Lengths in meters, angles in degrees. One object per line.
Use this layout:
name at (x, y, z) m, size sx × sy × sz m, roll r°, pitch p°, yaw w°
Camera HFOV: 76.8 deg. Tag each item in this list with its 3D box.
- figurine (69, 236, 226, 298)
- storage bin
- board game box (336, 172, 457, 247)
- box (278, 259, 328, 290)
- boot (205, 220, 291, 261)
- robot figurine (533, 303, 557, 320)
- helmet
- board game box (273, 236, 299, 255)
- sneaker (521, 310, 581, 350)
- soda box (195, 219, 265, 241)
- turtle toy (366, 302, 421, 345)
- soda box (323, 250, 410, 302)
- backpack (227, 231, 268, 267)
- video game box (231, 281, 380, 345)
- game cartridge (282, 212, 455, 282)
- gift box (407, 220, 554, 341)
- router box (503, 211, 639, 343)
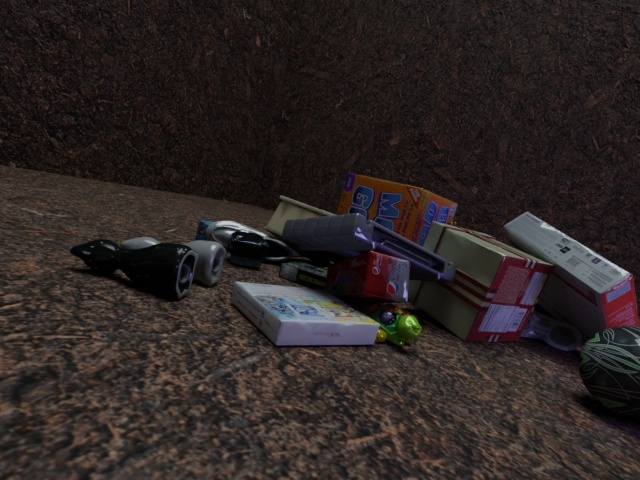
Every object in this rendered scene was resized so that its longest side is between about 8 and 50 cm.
figurine at (-0.319, 0.032, 0.780) m, size 0.210 × 0.092 × 0.215 m, roll 11°, pitch 4°, yaw 9°
storage bin at (0.000, 0.000, 1.299) m, size 0.262 × 0.123 × 0.260 m, roll 22°, pitch -12°, yaw 41°
board game box at (0.304, -0.050, 1.718) m, size 0.356 × 0.356 × 0.357 m, roll 20°, pitch 8°, yaw 38°
box at (0.011, 0.101, 1.114) m, size 0.191 × 0.045 × 0.184 m, roll 16°, pitch 4°, yaw 22°
boot at (-0.213, 0.002, 1.224) m, size 0.258 × 0.095 × 0.123 m, roll 14°, pitch -1°, yaw -21°
robot figurine at (0.782, 0.217, 1.315) m, size 0.209 × 0.173 × 0.278 m, roll 24°, pitch 4°, yaw -12°
helmet at (0.528, 0.222, 0.674) m, size 0.162 × 0.169 × 0.169 m, roll 30°, pitch -1°, yaw -26°
board game box at (-0.153, 0.020, 1.492) m, size 0.160 × 0.039 × 0.211 m, roll 19°, pitch 8°, yaw 32°
sneaker at (0.595, 0.237, 1.144) m, size 0.232 × 0.090 × 0.115 m, roll 26°, pitch 3°, yaw 19°
soda box at (-0.293, -0.014, 1.327) m, size 0.210 × 0.067 × 0.071 m, roll 11°, pitch 7°, yaw -40°
turtle toy at (0.138, 0.158, 0.766) m, size 0.095 × 0.066 × 0.130 m, roll 11°, pitch 7°, yaw -30°
soda box at (0.088, 0.087, 0.865) m, size 0.092 × 0.083 × 0.263 m, roll 14°, pitch -13°, yaw -14°
backpack at (-0.205, 0.022, 1.110) m, size 0.105 × 0.084 × 0.114 m, roll 11°, pitch 14°, yaw -22°
video game box at (-0.030, 0.129, 0.725) m, size 0.205 × 0.048 × 0.187 m, roll 10°, pitch 6°, yaw -35°
game cartridge at (0.113, 0.030, 0.912) m, size 0.355 × 0.068 × 0.230 m, roll 23°, pitch -20°, yaw -38°
gift box at (0.396, 0.110, 1.052) m, size 0.276 × 0.255 × 0.258 m, roll 15°, pitch 14°, yaw -36°
router box at (0.657, 0.118, 1.073) m, size 0.301 × 0.082 × 0.335 m, roll 55°, pitch 4°, yaw -33°
